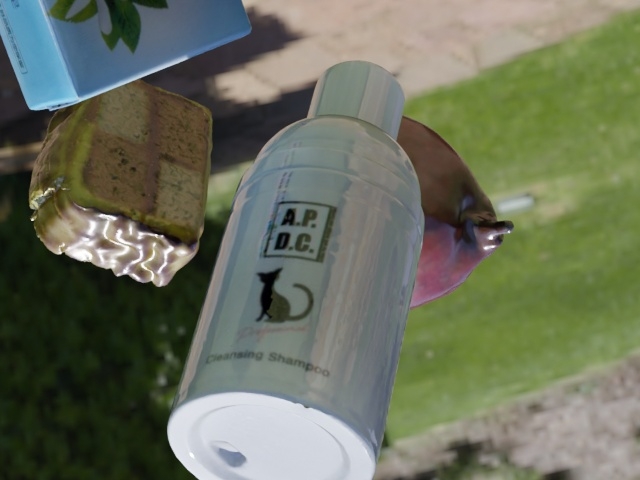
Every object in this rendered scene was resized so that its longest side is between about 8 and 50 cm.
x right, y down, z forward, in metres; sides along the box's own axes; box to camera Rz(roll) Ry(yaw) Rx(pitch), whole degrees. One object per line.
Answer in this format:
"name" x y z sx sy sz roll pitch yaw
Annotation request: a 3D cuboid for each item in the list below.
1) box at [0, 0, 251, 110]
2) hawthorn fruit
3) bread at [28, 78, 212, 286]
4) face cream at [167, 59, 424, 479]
"box" -0.155 -0.217 1.212 0.143 0.232 0.083 -25 -166 -30
"hawthorn fruit" 0.066 -0.019 1.747 0.248 0.208 0.208 12 172 23
"bread" -0.200 -0.072 1.909 0.181 0.222 0.096 24 134 -22
"face cream" 0.000 0.000 1.332 0.145 0.369 0.145 8 142 6
